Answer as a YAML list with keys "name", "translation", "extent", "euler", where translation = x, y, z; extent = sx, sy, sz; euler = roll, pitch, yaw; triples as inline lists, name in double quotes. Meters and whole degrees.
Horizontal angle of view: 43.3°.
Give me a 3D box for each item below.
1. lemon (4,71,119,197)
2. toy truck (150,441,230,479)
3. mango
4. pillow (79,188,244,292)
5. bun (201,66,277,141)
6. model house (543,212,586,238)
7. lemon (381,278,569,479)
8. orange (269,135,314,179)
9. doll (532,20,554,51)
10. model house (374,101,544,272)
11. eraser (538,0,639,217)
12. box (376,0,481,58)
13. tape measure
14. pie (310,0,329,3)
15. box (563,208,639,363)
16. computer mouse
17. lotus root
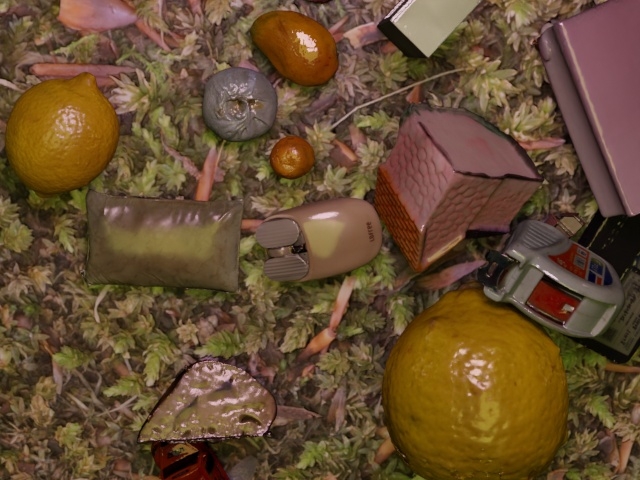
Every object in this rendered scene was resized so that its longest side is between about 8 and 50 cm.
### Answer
- name: "lemon"
  translation: [-0.451, -0.181, 1.407]
  extent: [0.186, 0.187, 0.244]
  euler: [29, 106, -9]
- name: "toy truck"
  translation: [-0.240, 0.495, 1.609]
  extent: [0.107, 0.114, 0.253]
  euler: [-27, 103, 3]
- name: "mango"
  translation: [-0.039, -0.347, 1.435]
  extent: [0.115, 0.089, 0.165]
  euler: [-39, 99, 16]
- name: "pillow"
  translation: [-0.298, 0.002, 1.511]
  extent: [0.302, 0.075, 0.185]
  euler: [3, 101, -4]
- name: "bun"
  translation: [-0.146, -0.244, 1.455]
  extent: [0.140, 0.083, 0.141]
  euler: [-1, 100, -3]
- name: "model house"
  translation: [0.459, -0.023, 1.551]
  extent: [0.058, 0.057, 0.083]
  euler: [47, 119, 15]
- name: "lemon"
  translation: [0.278, 0.266, 1.461]
  extent: [0.349, 0.350, 0.387]
  euler: [-1, 80, -2]
- name: "orange"
  translation: [-0.052, -0.153, 1.486]
  extent: [0.083, 0.070, 0.083]
  euler: [2, 114, 4]
- name: "doll"
  translation: [0.433, -0.362, 1.474]
  extent: [0.085, 0.040, 0.058]
  euler: [24, 91, -7]
- name: "model house"
  translation: [0.226, -0.091, 1.465]
  extent: [0.237, 0.202, 0.237]
  euler: [-1, 133, -38]
- name: "eraser"
  translation: [0.567, -0.256, 1.426]
  extent: [0.272, 0.122, 0.359]
  euler: [-26, 96, -7]
- name: "box"
  translation: [0.178, -0.385, 1.361]
  extent: [0.086, 0.225, 0.129]
  euler: [42, 98, -10]
- name: "tape measure"
  translation: [0.408, 0.074, 1.432]
  extent: [0.246, 0.243, 0.125]
  euler: [33, 116, 9]
- name: "pie"
  translation: [-0.006, -0.499, 1.422]
  extent: [0.153, 0.038, 0.154]
  euler: [-1, 105, -4]
- name: "box"
  translation: [0.595, 0.053, 1.569]
  extent: [0.211, 0.058, 0.350]
  euler: [28, 100, -10]
- name: "computer mouse"
  translation: [0.000, 0.000, 1.519]
  extent: [0.236, 0.082, 0.145]
  euler: [-10, 104, -1]
- name: "lotus root"
  translation: [-0.215, 0.317, 1.564]
  extent: [0.260, 0.074, 0.170]
  euler: [6, 79, -10]
